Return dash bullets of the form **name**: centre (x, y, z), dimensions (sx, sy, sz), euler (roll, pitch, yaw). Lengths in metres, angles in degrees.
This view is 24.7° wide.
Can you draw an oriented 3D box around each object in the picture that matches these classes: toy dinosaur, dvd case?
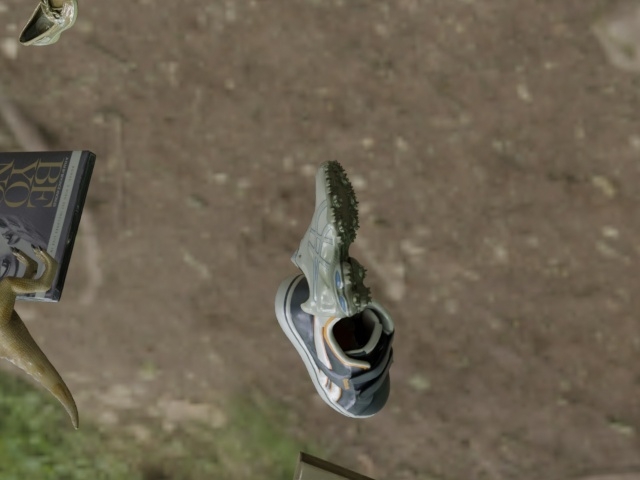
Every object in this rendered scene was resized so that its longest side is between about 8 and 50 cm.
- **toy dinosaur**: centre (-0.214, 0.044, 0.952), dimensions (0.183, 0.092, 0.053), euler (35, 160, -3)
- **dvd case**: centre (-0.347, -0.017, 1.547), dimensions (0.221, 0.164, 0.018), euler (1, 160, 30)

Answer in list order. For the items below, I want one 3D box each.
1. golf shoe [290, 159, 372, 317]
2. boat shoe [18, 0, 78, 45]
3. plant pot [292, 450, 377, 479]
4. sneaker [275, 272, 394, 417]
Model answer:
- **golf shoe**: centre (0.000, 0.000, 1.617), dimensions (0.086, 0.176, 0.069), euler (-8, 174, 27)
- **boat shoe**: centre (-0.391, -0.323, 2.096), dimensions (0.048, 0.056, 0.153), euler (-21, 175, -33)
- **plant pot**: centre (0.010, 0.309, 1.664), dimensions (0.109, 0.096, 0.109), euler (21, 177, 0)
- **sneaker**: centre (0.053, 0.173, 2.207), dimensions (0.127, 0.126, 0.321), euler (5, 147, 34)
